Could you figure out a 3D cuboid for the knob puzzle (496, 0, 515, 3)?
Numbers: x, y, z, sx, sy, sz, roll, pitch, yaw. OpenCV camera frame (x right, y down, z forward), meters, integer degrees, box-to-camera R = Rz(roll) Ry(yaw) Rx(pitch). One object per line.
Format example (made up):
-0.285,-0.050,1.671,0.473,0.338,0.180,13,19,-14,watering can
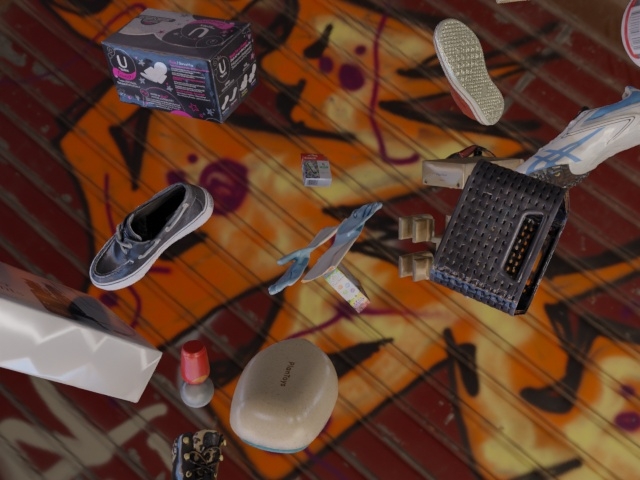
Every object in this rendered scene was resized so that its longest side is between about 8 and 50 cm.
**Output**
0.486,-0.552,1.351,0.213,0.213,0.030,71,-178,-79,knob puzzle

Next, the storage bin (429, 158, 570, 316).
0.183,0.002,0.649,0.084,0.122,0.180,23,-177,21,storage bin

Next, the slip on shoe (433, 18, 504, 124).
0.352,-0.412,1.623,0.101,0.123,0.331,27,168,45,slip on shoe

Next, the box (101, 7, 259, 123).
-0.270,-0.353,1.293,0.247,0.163,0.142,16,138,19,box

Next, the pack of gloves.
0.000,0.000,1.167,0.195,0.232,0.046,-29,105,43,pack of gloves

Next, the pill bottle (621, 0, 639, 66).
0.644,-0.366,1.059,0.161,0.161,0.283,41,180,-15,pill bottle

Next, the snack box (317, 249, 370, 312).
0.045,0.080,1.325,0.100,0.037,0.141,44,-175,-15,snack box

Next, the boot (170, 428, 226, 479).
-0.276,0.589,1.544,0.138,0.284,0.377,11,143,-21,boot

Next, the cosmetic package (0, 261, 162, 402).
-0.471,0.109,1.002,0.284,0.097,0.377,19,171,47,cosmetic package

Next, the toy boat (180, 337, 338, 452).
-0.125,0.287,1.257,0.318,0.267,0.148,11,122,14,toy boat

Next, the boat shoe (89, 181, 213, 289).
-0.348,-0.010,1.265,0.108,0.301,0.102,62,-166,20,boat shoe

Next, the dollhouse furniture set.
0.276,-0.029,1.205,0.161,0.242,0.212,-9,-165,-36,dollhouse furniture set

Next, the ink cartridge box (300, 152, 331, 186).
-0.012,-0.176,1.542,0.029,0.063,0.115,103,163,-48,ink cartridge box

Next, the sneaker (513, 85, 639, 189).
0.368,-0.136,0.940,0.086,0.237,0.085,63,-176,31,sneaker

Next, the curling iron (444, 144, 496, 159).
0.295,-0.165,1.360,0.068,0.035,0.274,35,-150,24,curling iron
